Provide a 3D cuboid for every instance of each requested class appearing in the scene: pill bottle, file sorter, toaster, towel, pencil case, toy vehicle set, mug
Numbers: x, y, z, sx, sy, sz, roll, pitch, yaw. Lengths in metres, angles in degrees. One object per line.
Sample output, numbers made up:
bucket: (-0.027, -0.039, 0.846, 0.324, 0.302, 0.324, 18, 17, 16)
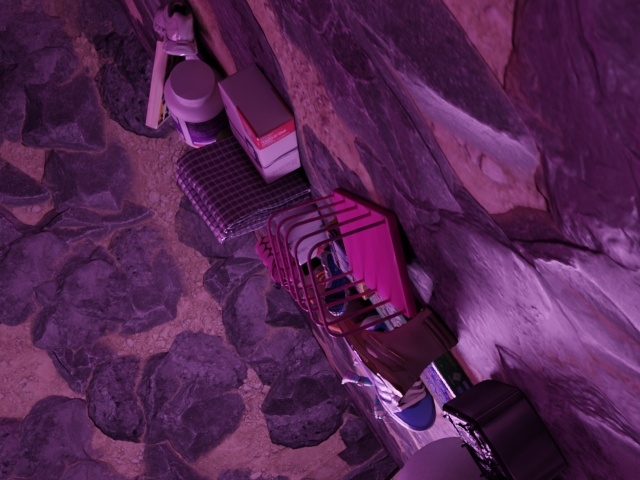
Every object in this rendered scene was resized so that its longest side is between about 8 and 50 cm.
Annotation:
pill bottle: (-0.358, -0.404, 2.011, 0.181, 0.182, 0.323, 57, 170, 8)
file sorter: (0.027, 0.040, 1.334, 0.291, 0.182, 0.202, -144, 38, -67)
toaster: (0.312, 0.340, 1.171, 0.168, 0.110, 0.186, 57, 171, -1)
towel: (-0.187, -0.151, 1.704, 0.235, 0.284, 0.121, 52, 148, 17)
pencil case: (-0.116, 0.056, 1.872, 0.098, 0.095, 0.209, 39, -175, -25)
toy vehicle set: (-0.448, -0.479, 1.999, 0.166, 0.035, 0.266, -69, -2, -56)
mug: (0.344, 0.579, 1.317, 0.374, 0.276, 0.328, 21, 180, -1)

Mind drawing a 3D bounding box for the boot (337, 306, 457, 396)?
boot: (0.148, 0.187, 1.352, 0.213, 0.165, 0.077, 42, 168, 40)

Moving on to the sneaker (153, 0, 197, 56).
sneaker: (-0.390, -0.600, 1.850, 0.292, 0.110, 0.118, -122, 34, -50)

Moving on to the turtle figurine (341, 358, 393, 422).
turtle figurine: (0.195, 0.454, 2.130, 0.234, 0.175, 0.118, 29, 123, 15)

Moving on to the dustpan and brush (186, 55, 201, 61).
dustpan and brush: (-0.395, -0.509, 2.227, 0.147, 0.060, 0.211, 51, 168, 38)

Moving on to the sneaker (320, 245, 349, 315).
sneaker: (0.044, 0.111, 1.871, 0.083, 0.072, 0.190, 36, -131, -83)

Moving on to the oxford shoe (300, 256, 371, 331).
oxford shoe: (0.023, 0.146, 1.969, 0.364, 0.130, 0.132, 36, 152, 56)

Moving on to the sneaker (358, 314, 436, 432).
sneaker: (0.193, 0.337, 1.709, 0.322, 0.130, 0.236, 62, 176, 13)

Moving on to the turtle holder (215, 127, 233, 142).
turtle holder: (-0.247, -0.175, 2.021, 0.320, 0.243, 0.227, 42, -179, 30)

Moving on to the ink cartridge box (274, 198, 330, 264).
ink cartridge box: (-0.046, -0.024, 1.844, 0.063, 0.109, 0.150, 52, 169, 47)

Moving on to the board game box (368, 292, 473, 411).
board game box: (0.223, 0.234, 1.488, 0.317, 0.046, 0.213, 57, 171, 6)

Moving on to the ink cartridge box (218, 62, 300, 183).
ink cartridge box: (-0.136, -0.262, 1.569, 0.172, 0.100, 0.237, 56, 170, 18)

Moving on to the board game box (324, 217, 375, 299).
board game box: (0.076, 0.044, 1.626, 0.141, 0.048, 0.170, 50, 167, 32)

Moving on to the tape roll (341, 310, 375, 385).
tape roll: (0.163, 0.330, 1.978, 0.274, 0.090, 0.275, 57, 171, 14)
